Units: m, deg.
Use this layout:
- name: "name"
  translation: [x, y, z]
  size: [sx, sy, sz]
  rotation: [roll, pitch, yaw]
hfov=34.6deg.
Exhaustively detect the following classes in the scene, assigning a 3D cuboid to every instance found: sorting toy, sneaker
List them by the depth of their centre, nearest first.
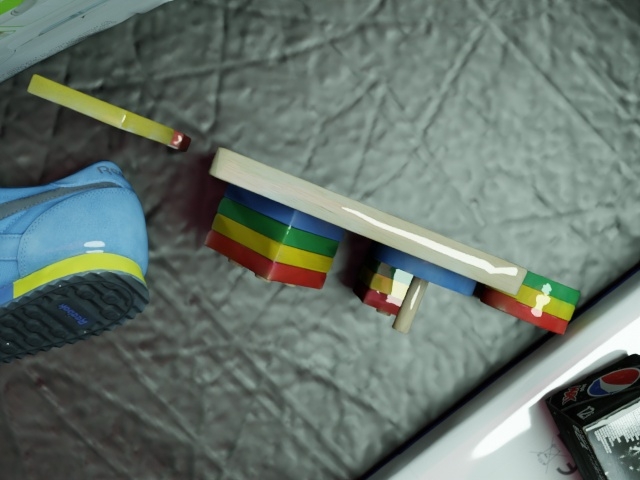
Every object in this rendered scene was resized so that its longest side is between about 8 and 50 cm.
- name: "sorting toy"
  translation: [0.000, 0.000, 0.464]
  size: [0.274, 0.132, 0.046]
  rotation: [22, 92, -7]
- name: "sneaker"
  translation: [-0.182, 0.020, 0.488]
  size: [0.209, 0.069, 0.082]
  rotation: [-18, 61, 4]

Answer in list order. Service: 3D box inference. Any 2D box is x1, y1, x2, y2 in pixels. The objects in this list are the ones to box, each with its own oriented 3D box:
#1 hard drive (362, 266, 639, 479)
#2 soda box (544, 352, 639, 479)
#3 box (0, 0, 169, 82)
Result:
- name: "hard drive"
  translation: [0.207, 0.116, 0.537]
  size: [0.318, 0.040, 0.210]
  rotation: [-37, 96, -3]
- name: "soda box"
  translation: [0.171, 0.141, 0.483]
  size: [0.053, 0.060, 0.169]
  rotation: [-26, 96, -3]
- name: "box"
  translation: [-0.100, -0.148, 0.369]
  size: [0.262, 0.231, 0.127]
  rotation: [-26, 99, 11]
